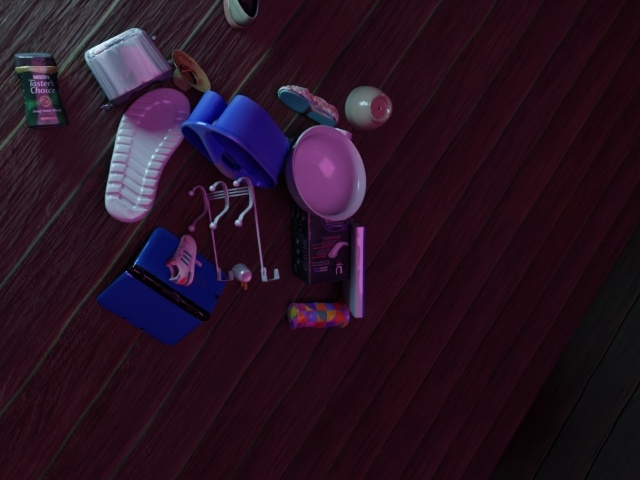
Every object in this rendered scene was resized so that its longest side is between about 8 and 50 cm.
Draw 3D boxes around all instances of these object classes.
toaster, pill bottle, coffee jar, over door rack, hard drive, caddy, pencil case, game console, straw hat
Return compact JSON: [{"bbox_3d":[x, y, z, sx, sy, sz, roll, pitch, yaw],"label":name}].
[{"bbox_3d":[-0.520,-0.460,1.297,0.227,0.129,0.146,-33,112,-10],"label":"toaster"},{"bbox_3d":[0.048,-0.285,1.663,0.103,0.103,0.184,14,95,-31],"label":"pill bottle"},{"bbox_3d":[-0.712,-0.381,1.236,0.096,0.079,0.184,-13,107,-26],"label":"coffee jar"},{"bbox_3d":[-0.274,-0.014,1.448,0.108,0.240,0.324,-29,110,-47],"label":"over door rack"},{"bbox_3d":[0.115,0.087,1.725,0.040,0.210,0.318,-3,104,-10],"label":"hard drive"},{"bbox_3d":[-0.243,-0.269,1.396,0.179,0.241,0.341,-67,150,-14],"label":"caddy"},{"bbox_3d":[-0.005,0.276,1.770,0.237,0.104,0.104,7,98,-29],"label":"pencil case"},{"bbox_3d":[-0.485,0.148,1.516,0.293,0.173,0.250,43,49,-30],"label":"game console"},{"bbox_3d":[-0.391,-0.470,1.397,0.061,0.144,0.144,-31,122,23],"label":"straw hat"}]

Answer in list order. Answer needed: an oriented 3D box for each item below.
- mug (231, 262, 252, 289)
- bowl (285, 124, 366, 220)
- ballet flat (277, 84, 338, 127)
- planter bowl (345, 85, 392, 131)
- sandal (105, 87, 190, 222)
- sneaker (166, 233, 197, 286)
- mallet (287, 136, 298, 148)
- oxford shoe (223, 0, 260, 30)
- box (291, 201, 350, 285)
[{"bbox_3d":[-0.254,0.119,1.614,0.062,0.064,0.078,-43,118,-14],"label":"mug"},{"bbox_3d":[-0.007,-0.198,1.522,0.298,0.134,0.297,8,77,-39],"label":"bowl"},{"bbox_3d":[-0.038,-0.454,1.602,0.241,0.091,0.077,25,59,-35],"label":"ballet flat"},{"bbox_3d":[0.183,-0.461,1.693,0.162,0.109,0.161,-7,105,-28],"label":"planter bowl"},{"bbox_3d":[-0.501,-0.246,1.373,0.170,0.102,0.416,23,74,-14],"label":"sandal"},{"bbox_3d":[-0.418,0.054,1.446,0.075,0.057,0.161,17,67,-49],"label":"sneaker"},{"bbox_3d":[-0.154,-0.354,1.580,0.190,0.062,0.039,27,87,-16],"label":"mallet"},{"bbox_3d":[-0.225,-0.794,1.377,0.123,0.130,0.348,-19,110,-24],"label":"oxford shoe"},{"bbox_3d":[0.000,0.000,1.679,0.165,0.143,0.270,-7,105,-26],"label":"box"}]
